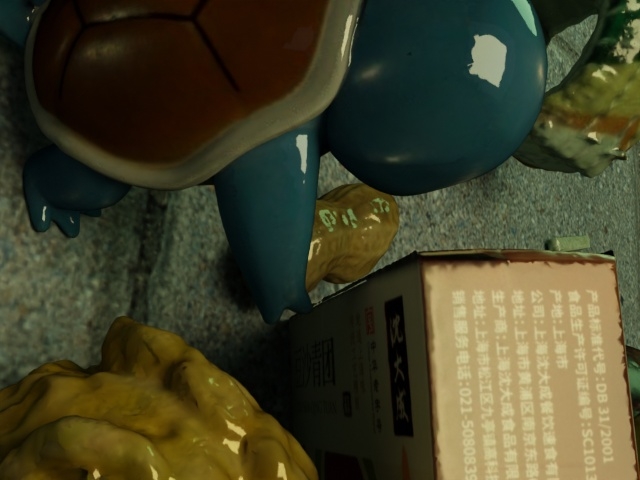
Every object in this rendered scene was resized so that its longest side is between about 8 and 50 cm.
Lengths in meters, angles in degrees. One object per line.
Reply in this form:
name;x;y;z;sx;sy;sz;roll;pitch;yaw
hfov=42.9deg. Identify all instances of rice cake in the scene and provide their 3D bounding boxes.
rice cake;0.359;0.005;1.176;0.121;0.021;0.022;-4;79;-51

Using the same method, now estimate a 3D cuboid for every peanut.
peanut;0.001;0.002;0.723;0.192;0.089;0.089;-20;96;-45

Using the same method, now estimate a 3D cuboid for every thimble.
thimble;0.291;-0.222;0.973;0.167;0.254;0.288;22;65;-43

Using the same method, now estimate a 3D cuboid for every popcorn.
popcorn;-0.104;0.160;0.435;0.190;0.250;0.250;1;80;-61

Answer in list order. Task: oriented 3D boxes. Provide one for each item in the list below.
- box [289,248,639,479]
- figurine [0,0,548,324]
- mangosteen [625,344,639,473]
box;0.072;0.225;0.548;0.122;0.344;0.385;0;79;-14
figurine;-0.071;-0.129;0.542;0.416;0.243;0.298;19;53;-1
mangosteen;0.286;0.249;0.784;0.306;0.347;0.307;0;91;-23
